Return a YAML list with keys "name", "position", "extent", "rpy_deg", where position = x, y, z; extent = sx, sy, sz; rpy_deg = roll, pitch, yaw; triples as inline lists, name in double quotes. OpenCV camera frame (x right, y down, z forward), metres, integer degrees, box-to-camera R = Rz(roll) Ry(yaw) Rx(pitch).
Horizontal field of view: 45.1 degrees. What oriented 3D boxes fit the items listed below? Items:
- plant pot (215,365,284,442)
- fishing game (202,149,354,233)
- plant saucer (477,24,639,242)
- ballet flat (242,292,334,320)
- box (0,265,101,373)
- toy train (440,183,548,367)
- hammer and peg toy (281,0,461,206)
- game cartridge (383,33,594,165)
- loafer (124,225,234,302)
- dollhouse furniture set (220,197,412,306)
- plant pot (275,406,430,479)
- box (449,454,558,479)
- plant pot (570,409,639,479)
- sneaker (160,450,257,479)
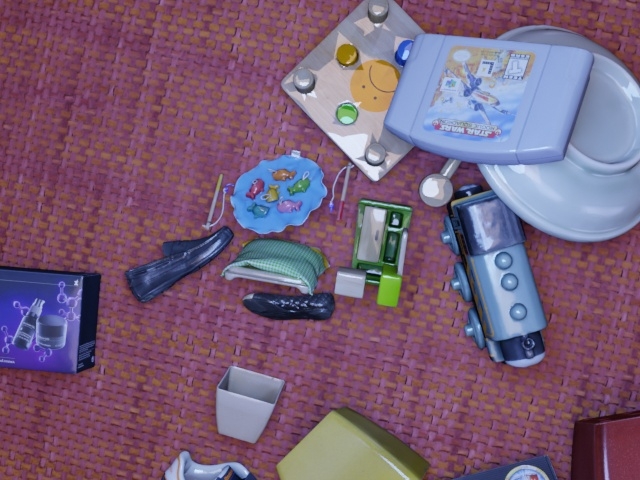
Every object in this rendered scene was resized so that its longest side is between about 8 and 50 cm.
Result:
- name: "plant pot"
  position: [-0.137, 0.307, 1.418]
  extent: [0.109, 0.109, 0.096]
  rpy_deg: [15, 103, 4]
- name: "fishing game"
  position: [-0.077, -0.094, 1.389]
  extent: [0.264, 0.041, 0.189]
  rpy_deg: [0, 52, 18]
- name: "plant saucer"
  position: [0.434, -0.199, 1.285]
  extent: [0.401, 0.100, 0.400]
  rpy_deg: [6, 71, -19]
- name: "ballet flat"
  position: [-0.059, 0.119, 1.443]
  extent: [0.173, 0.057, 0.049]
  rpy_deg: [5, 50, 3]
- name: "box"
  position: [-0.560, 0.143, 1.446]
  extent: [0.261, 0.103, 0.184]
  rpy_deg: [4, 88, 4]
- name: "toy train"
  position: [0.304, 0.061, 1.336]
  extent: [0.142, 0.190, 0.333]
  rpy_deg: [-15, 89, 1]
- name: "hammer and peg toy"
  position: [0.143, -0.243, 1.380]
  extent: [0.266, 0.127, 0.361]
  rpy_deg: [-45, 88, 2]
- name: "game cartridge"
  position: [0.253, -0.220, 1.210]
  extent: [0.297, 0.062, 0.198]
  rpy_deg: [14, 73, 29]
- name: "loafer"
  position: [-0.265, 0.032, 1.434]
  extent: [0.223, 0.076, 0.078]
  rpy_deg: [-32, 96, 7]
- name: "dollhouse furniture set"
  position: [0.000, 0.000, 1.349]
  extent: [0.302, 0.197, 0.151]
  rpy_deg: [9, 101, 5]
- name: "plant pot"
  position: [0.046, 0.414, 1.363]
  extent: [0.212, 0.212, 0.187]
  rpy_deg: [-46, 75, 3]
- name: "box"
  position: [0.305, 0.516, 1.346]
  extent: [0.270, 0.060, 0.216]
  rpy_deg: [-16, 48, 4]
- name: "plant pot"
  position: [0.562, 0.409, 1.302]
  extent: [0.267, 0.267, 0.235]
  rpy_deg: [-11, 78, 4]
- name: "sneaker"
  position: [-0.146, 0.495, 1.406]
  extent: [0.321, 0.126, 0.127]
  rpy_deg: [21, 98, 5]
